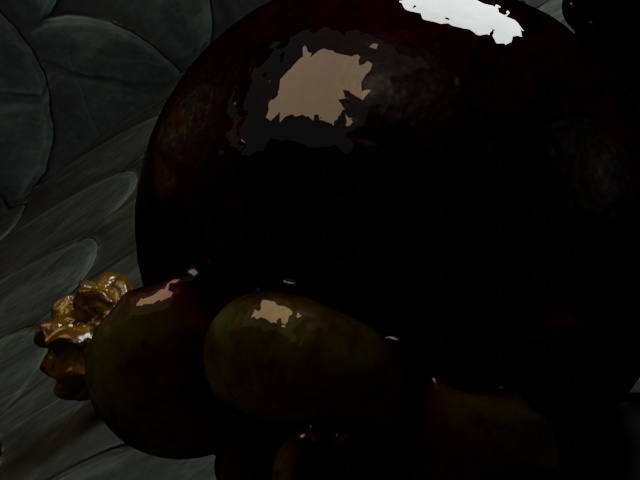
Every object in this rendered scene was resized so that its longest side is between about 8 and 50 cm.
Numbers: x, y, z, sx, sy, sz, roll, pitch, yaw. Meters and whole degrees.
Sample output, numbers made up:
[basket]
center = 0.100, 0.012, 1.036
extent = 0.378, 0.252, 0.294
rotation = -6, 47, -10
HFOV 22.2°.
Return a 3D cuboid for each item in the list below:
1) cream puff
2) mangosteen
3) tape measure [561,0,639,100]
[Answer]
[cream puff]
center = -0.196, 0.091, 1.483
extent = 0.094, 0.116, 0.122
rotation = -5, 57, 52
[mangosteen]
center = 0.033, 0.021, 0.882
extent = 0.307, 0.307, 0.347
rotation = -18, 35, 47
[tape measure]
center = 0.250, -0.165, 1.168
extent = 0.135, 0.202, 0.223
rotation = -24, 23, 24
